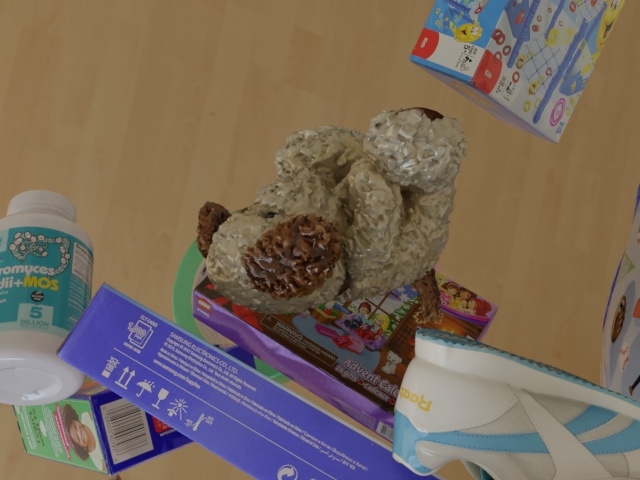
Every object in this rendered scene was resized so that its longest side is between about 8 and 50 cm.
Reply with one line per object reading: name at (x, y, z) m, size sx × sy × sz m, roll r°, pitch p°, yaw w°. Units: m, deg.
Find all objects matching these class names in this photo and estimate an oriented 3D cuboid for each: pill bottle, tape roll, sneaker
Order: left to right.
pill bottle at (-0.368, 0.065, 1.129) m, size 0.146 × 0.146 × 0.264 m, roll 19°, pitch 47°, yaw -32°
tape roll at (-0.111, 0.100, 1.595) m, size 0.077 × 0.321 × 0.321 m, roll 40°, pitch 67°, yaw -65°
sneaker at (0.151, 0.131, 0.581) m, size 0.228 × 0.087 × 0.092 m, roll 19°, pitch 88°, yaw -16°

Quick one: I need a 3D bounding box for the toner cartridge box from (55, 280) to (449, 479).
toner cartridge box at (-0.040, 0.164, 0.745) m, size 0.075 × 0.347 × 0.165 m, roll -59°, pitch 164°, yaw -12°

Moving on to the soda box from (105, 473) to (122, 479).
soda box at (-0.384, 0.610, 1.763) m, size 0.092 × 0.083 × 0.263 m, roll -30°, pitch 94°, yaw -5°

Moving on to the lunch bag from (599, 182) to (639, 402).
lunch bag at (0.416, 0.173, 0.942) m, size 0.328 × 0.238 × 0.386 m, roll -59°, pitch 161°, yaw -63°

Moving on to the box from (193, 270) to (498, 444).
box at (0.029, 0.081, 1.011) m, size 0.201 × 0.293 × 0.057 m, roll -48°, pitch 160°, yaw -37°

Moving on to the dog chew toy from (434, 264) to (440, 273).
dog chew toy at (0.161, 0.090, 1.875) m, size 0.206 × 0.206 × 0.332 m, roll -11°, pitch 128°, yaw -32°

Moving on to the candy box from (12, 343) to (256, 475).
candy box at (-0.283, 0.245, 1.341) m, size 0.268 × 0.317 × 0.122 m, roll -14°, pitch 91°, yaw -39°

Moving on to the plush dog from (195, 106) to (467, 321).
plush dog at (0.000, 0.000, 0.818) m, size 0.225 × 0.262 × 0.211 m, roll -16°, pitch 99°, yaw -25°

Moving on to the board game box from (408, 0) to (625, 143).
board game box at (0.266, -0.298, 1.050) m, size 0.308 × 0.086 × 0.302 m, roll 12°, pitch 105°, yaw -57°
